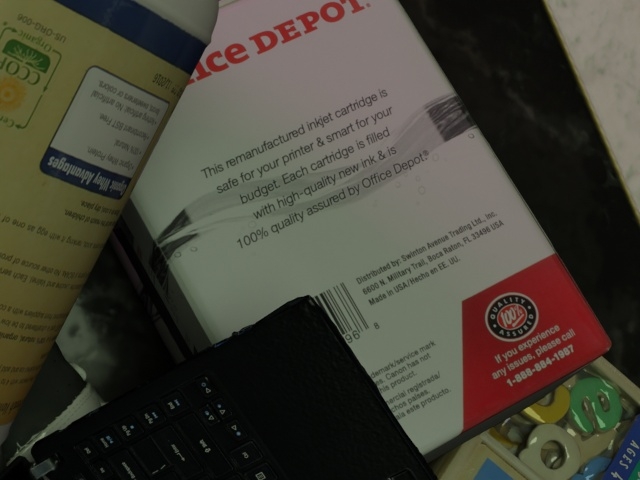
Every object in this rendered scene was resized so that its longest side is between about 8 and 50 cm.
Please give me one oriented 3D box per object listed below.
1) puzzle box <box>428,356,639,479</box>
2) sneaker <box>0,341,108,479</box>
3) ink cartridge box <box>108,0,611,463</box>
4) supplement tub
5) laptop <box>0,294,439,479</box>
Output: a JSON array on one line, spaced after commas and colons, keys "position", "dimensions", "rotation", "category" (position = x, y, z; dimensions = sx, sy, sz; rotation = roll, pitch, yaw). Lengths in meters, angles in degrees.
[{"position": [0.124, 0.281, 0.946], "dimensions": [0.272, 0.052, 0.409], "rotation": [40, 66, -10], "category": "puzzle box"}, {"position": [-0.129, 0.147, 0.880], "dimensions": [0.146, 0.122, 0.331], "rotation": [-14, 87, -37], "category": "sneaker"}, {"position": [0.000, 0.000, 0.905], "dimensions": [0.197, 0.114, 0.273], "rotation": [-26, 78, -20], "category": "ink cartridge box"}, {"position": [-0.209, -0.027, 0.712], "dimensions": [0.228, 0.228, 0.316], "rotation": [27, 92, -13], "category": "supplement tub"}, {"position": [-0.059, 0.200, 0.755], "dimensions": [0.264, 0.136, 0.234], "rotation": [-29, 106, 16], "category": "laptop"}]
